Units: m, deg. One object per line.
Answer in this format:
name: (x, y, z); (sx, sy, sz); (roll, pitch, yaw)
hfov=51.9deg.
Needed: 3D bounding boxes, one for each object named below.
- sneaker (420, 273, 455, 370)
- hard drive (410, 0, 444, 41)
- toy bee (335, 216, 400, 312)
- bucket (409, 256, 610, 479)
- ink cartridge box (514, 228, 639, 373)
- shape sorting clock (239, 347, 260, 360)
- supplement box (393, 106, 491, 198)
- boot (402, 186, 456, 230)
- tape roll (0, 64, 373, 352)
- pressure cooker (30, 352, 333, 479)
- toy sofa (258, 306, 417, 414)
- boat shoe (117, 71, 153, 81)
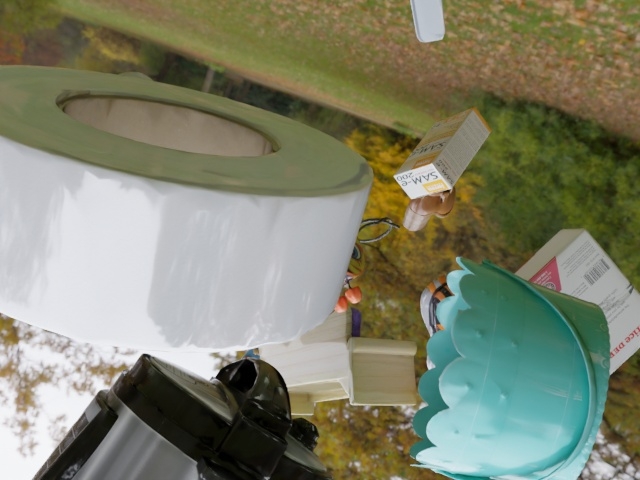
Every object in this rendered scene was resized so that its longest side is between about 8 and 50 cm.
sneaker: (0.262, 0.221, 1.117); (0.321, 0.124, 0.180); (63, 179, -38)
hard drive: (0.151, -0.522, 1.012); (0.047, 0.353, 0.233); (-6, 153, 14)
toy bee: (0.000, 0.000, 0.823); (0.298, 0.195, 0.162); (4, -128, -22)
bucket: (0.231, 0.173, 0.834); (0.183, 0.281, 0.281); (13, -171, 6)
ink cartridge box: (0.497, 0.120, 1.254); (0.237, 0.172, 0.100); (49, 176, -4)
shape sorting clock: (-0.135, 0.376, 1.784); (0.206, 0.206, 0.040); (24, 170, 18)
supplement box: (0.130, -0.093, 0.700); (0.036, 0.098, 0.062); (49, 149, -18)
boot: (0.257, -0.114, 1.383); (0.073, 0.152, 0.197); (35, -136, 15)
tape roll: (-0.111, -0.038, 0.460); (0.286, 0.100, 0.286); (13, -160, -5)
pressure cooker: (-0.188, 0.362, 0.960); (0.369, 0.421, 0.375); (25, 167, 36)
toy sofa: (0.018, 0.248, 1.304); (0.150, 0.177, 0.362); (11, 158, -33)
boat shoe: (-0.203, -0.062, 0.774); (0.096, 0.268, 0.088); (-20, -133, -35)
